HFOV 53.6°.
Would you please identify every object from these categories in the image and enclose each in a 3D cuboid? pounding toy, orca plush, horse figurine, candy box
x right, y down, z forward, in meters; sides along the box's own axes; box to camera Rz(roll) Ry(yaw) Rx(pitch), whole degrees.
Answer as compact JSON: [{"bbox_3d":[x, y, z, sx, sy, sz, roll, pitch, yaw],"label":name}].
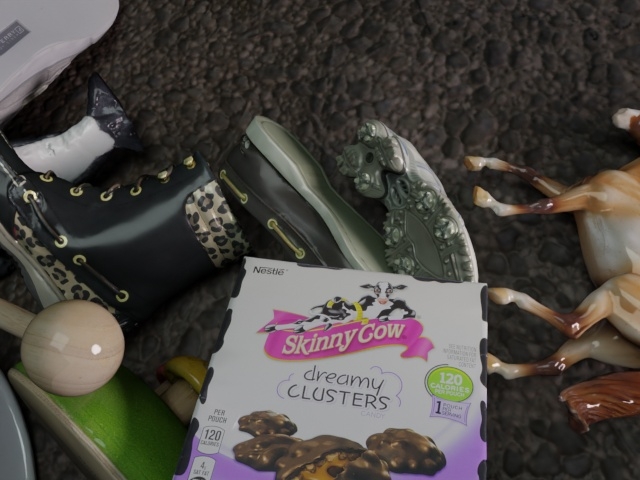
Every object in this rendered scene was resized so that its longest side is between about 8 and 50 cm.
[{"bbox_3d":[-0.128,0.107,0.444,0.183,0.237,0.110,13,44,44],"label":"pounding toy"},{"bbox_3d":[-0.322,-0.066,0.610,0.287,0.151,0.102,-42,34,-2],"label":"orca plush"},{"bbox_3d":[0.200,0.014,0.460,0.174,0.066,0.263,3,60,1],"label":"horse figurine"},{"bbox_3d":[0.012,0.112,0.378,0.164,0.070,0.196,5,51,9],"label":"candy box"}]

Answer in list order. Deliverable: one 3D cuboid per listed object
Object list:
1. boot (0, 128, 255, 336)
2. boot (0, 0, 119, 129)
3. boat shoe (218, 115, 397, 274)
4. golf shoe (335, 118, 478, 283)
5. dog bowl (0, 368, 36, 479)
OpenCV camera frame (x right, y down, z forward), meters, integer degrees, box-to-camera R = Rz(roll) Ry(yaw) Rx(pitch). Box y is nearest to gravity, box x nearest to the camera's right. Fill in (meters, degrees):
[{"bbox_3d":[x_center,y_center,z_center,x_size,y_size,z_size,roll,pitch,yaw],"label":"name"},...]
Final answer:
[{"bbox_3d":[-0.183,-0.040,0.538,0.178,0.085,0.236,-30,98,-3],"label":"boot"},{"bbox_3d":[-0.324,-0.190,0.663,0.095,0.123,0.258,46,48,-14],"label":"boot"},{"bbox_3d":[0.000,0.000,0.519,0.068,0.081,0.228,-45,70,20],"label":"boat shoe"},{"bbox_3d":[0.085,-0.021,0.497,0.069,0.086,0.176,-43,55,32],"label":"golf shoe"},{"bbox_3d":[-0.320,0.164,0.423,0.104,0.265,0.265,-24,65,6],"label":"dog bowl"}]
